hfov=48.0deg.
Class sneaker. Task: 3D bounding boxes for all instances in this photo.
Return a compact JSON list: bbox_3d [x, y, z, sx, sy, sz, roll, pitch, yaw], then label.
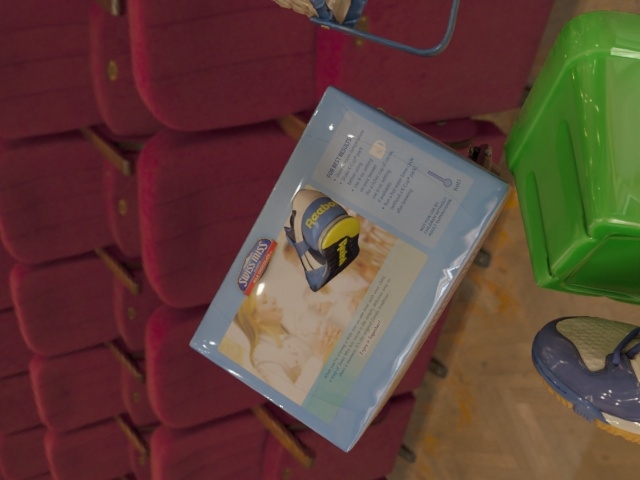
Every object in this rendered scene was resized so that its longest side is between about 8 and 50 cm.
[{"bbox_3d":[0.305,0.096,0.540,0.296,0.112,0.131,17,132,35],"label":"sneaker"},{"bbox_3d":[0.000,0.000,0.653,0.059,0.053,0.144,42,159,16],"label":"sneaker"}]

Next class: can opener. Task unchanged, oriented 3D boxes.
[{"bbox_3d":[0.266,-0.119,1.190,0.073,0.186,0.059,24,114,9],"label":"can opener"}]

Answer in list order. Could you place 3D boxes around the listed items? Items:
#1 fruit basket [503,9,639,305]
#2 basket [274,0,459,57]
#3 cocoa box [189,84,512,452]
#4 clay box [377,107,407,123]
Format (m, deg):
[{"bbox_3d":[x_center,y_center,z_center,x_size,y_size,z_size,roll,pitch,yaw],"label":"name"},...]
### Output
[{"bbox_3d":[0.374,-0.116,0.675,0.392,0.392,0.283,53,167,17],"label":"fruit basket"},{"bbox_3d":[0.050,-0.377,0.901,0.289,0.201,0.254,15,93,13],"label":"basket"},{"bbox_3d":[0.048,0.026,0.874,0.231,0.228,0.347,31,101,11],"label":"cocoa box"},{"bbox_3d":[0.138,-0.110,1.230,0.127,0.053,0.222,-41,85,30],"label":"clay box"}]
